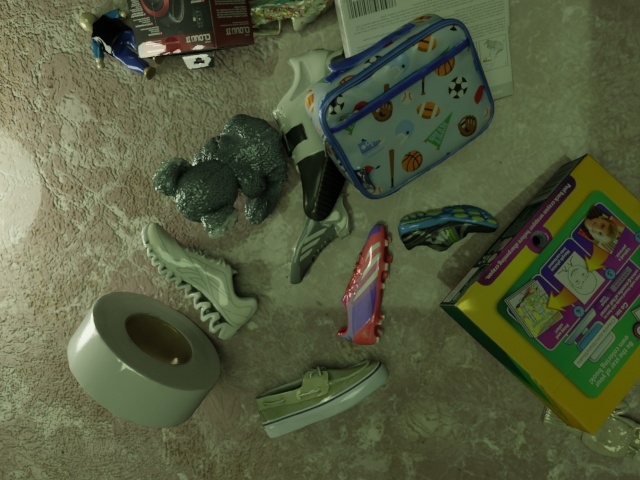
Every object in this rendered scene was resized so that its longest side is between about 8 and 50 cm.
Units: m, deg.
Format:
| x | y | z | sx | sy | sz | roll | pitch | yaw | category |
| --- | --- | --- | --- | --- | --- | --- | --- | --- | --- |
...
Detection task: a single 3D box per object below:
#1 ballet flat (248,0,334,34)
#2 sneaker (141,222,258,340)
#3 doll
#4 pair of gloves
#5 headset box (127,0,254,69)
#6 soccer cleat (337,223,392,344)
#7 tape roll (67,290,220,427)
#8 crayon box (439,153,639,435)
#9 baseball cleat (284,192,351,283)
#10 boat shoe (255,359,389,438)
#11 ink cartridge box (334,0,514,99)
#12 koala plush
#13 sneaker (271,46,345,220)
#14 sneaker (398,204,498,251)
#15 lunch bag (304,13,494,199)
| x | y | z | sx | sy | sz | roll | pitch | yaw | category |
| --- | --- | --- | --- | --- | --- | --- | --- | --- | --- |
| -0.072 | -0.439 | 1.115 | 0.240 | 0.091 | 0.077 | -2 | 128 | 15 | ballet flat |
| -0.248 | 0.066 | 1.203 | 0.118 | 0.110 | 0.292 | -40 | 98 | 5 | sneaker |
| -0.417 | -0.406 | 1.188 | 0.189 | 0.046 | 0.129 | 36 | 101 | 3 | doll |
| 0.568 | 0.301 | 1.116 | 0.204 | 0.042 | 0.240 | 26 | 102 | 5 | pair of gloves |
| -0.249 | -0.464 | 1.057 | 0.218 | 0.110 | 0.293 | 6 | 113 | 35 | headset box |
| 0.087 | 0.089 | 1.154 | 0.095 | 0.083 | 0.248 | 7 | 102 | 14 | soccer cleat |
| -0.340 | 0.227 | 1.144 | 0.286 | 0.286 | 0.100 | 37 | 103 | 3 | tape roll |
| 0.450 | 0.089 | 1.017 | 0.313 | 0.106 | 0.363 | 44 | 82 | 1 | crayon box |
| 0.000 | 0.000 | 1.158 | 0.109 | 0.072 | 0.206 | 16 | 101 | 8 | baseball cleat |
| -0.006 | 0.310 | 1.188 | 0.302 | 0.109 | 0.094 | -30 | 90 | 15 | boat shoe |
| 0.192 | -0.356 | 1.044 | 0.296 | 0.066 | 0.261 | -16 | 122 | -2 | ink cartridge box |
| -0.184 | -0.112 | 1.066 | 0.196 | 0.221 | 0.203 | 45 | 140 | 3 | koala plush |
| -0.023 | -0.201 | 1.112 | 0.146 | 0.122 | 0.331 | 4 | 83 | 19 | sneaker |
| 0.247 | -0.020 | 1.123 | 0.188 | 0.067 | 0.078 | -8 | 118 | 9 | sneaker |
| 0.130 | -0.226 | 0.985 | 0.303 | 0.115 | 0.243 | -34 | 126 | -1 | lunch bag |
